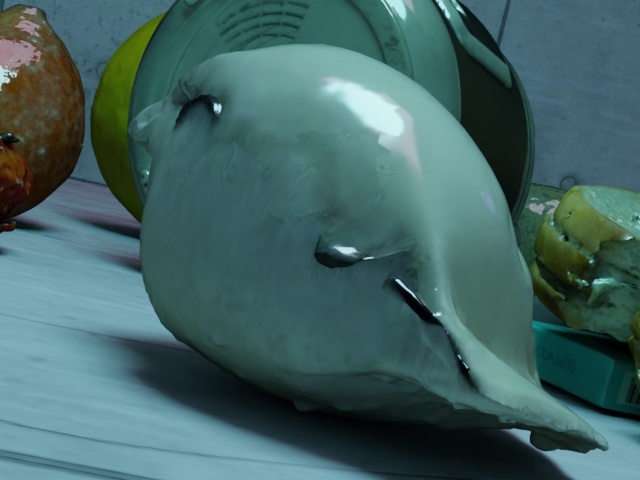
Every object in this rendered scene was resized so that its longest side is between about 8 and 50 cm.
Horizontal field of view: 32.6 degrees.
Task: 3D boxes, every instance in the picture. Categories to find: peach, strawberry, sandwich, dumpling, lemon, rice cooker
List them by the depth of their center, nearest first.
[{"bbox_3d":[0.022,0.023,0.525,0.175,0.243,0.227,-27,-37,21],"label":"dumpling"},{"bbox_3d":[0.283,0.057,0.721,0.248,0.095,0.273,9,21,-21],"label":"sandwich"},{"bbox_3d":[-0.296,-0.033,0.804,0.121,0.082,0.188,-7,3,23],"label":"strawberry"},{"bbox_3d":[0.028,-0.092,1.013,0.335,0.335,0.325,14,1,27],"label":"rice cooker"},{"bbox_3d":[-0.338,-0.136,1.109,0.232,0.233,0.232,13,2,0],"label":"peach"},{"bbox_3d":[-0.130,-0.145,1.401,0.347,0.348,0.348,13,2,0],"label":"lemon"}]

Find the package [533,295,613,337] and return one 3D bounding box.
[{"bbox_3d":[0.253,0.057,0.912,0.171,0.173,0.027,11,47,-24],"label":"package"}]

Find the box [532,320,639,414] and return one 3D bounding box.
[{"bbox_3d":[0.269,0.108,0.833,0.226,0.042,0.161,13,4,-20],"label":"box"}]

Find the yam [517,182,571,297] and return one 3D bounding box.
[{"bbox_3d":[0.261,0.013,1.436,0.300,0.195,0.195,13,2,26],"label":"yam"}]
